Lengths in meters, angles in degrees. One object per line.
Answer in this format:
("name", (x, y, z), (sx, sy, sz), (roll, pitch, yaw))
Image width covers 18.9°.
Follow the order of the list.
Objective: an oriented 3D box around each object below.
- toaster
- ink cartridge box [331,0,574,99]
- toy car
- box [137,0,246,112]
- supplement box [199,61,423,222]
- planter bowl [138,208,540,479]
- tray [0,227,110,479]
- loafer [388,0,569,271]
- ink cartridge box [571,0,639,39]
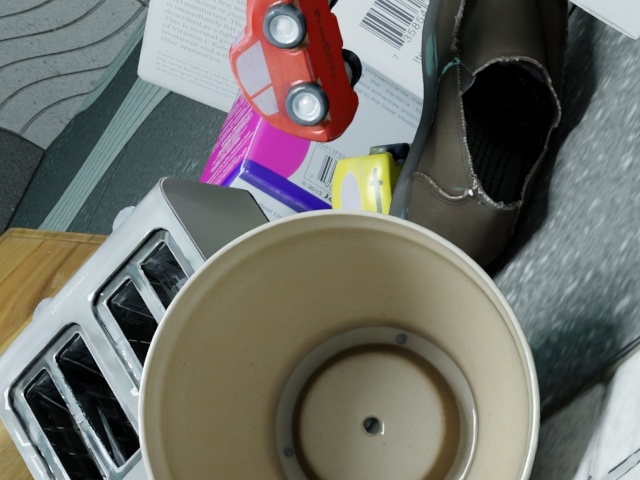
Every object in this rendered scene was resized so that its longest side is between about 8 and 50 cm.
("toaster", (-0.076, 0.082, 1.052), (0.168, 0.110, 0.186), (-46, 59, 20))
("ink cartridge box", (0.030, -0.220, 1.120), (0.198, 0.273, 0.115), (-57, 13, 9))
("toy car", (0.000, 0.000, 0.962), (0.053, 0.239, 0.225), (-6, 58, 23))
("box", (-0.004, -0.267, 1.398), (0.345, 0.168, 0.215), (109, -178, -55))
("supplement box", (0.001, -0.063, 1.241), (0.114, 0.111, 0.220), (-47, 17, 46))
("planter bowl", (0.016, 0.076, 0.811), (0.162, 0.162, 0.109), (-60, -15, -3))
("tray", (-0.296, 0.142, 1.542), (0.203, 0.076, 0.411), (5, 40, 39))
("loafer", (0.099, -0.078, 1.000), (0.078, 0.080, 0.220), (-36, 35, 51))
("ink cartridge box", (0.176, -0.182, 0.962), (0.099, 0.056, 0.135), (-45, 18, 49))
